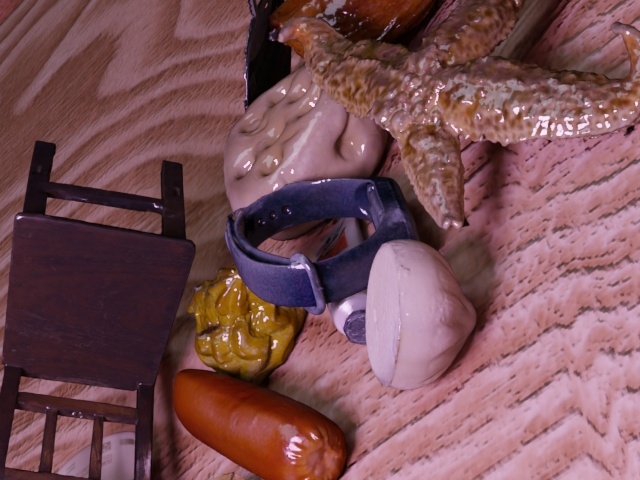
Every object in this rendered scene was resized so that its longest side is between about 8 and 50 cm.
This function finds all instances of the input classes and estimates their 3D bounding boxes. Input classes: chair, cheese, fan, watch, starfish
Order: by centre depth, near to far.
[{"bbox_3d":[0.142,-0.197,1.322,0.324,0.082,0.432,-36,38,7],"label":"starfish"},{"bbox_3d":[0.000,0.000,1.337,0.193,0.068,0.206,-16,26,1],"label":"watch"},{"bbox_3d":[-0.261,0.080,1.490,0.416,0.203,0.241,-107,29,-64],"label":"chair"},{"bbox_3d":[-0.015,-0.109,1.526,0.218,0.117,0.235,-21,42,45],"label":"cheese"},{"bbox_3d":[-0.077,-0.220,1.650,0.012,0.294,0.223,5,82,13],"label":"fan"}]

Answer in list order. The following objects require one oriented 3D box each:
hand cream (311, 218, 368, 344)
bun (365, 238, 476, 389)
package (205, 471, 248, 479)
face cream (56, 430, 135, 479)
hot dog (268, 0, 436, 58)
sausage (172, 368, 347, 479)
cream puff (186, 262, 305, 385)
[{"bbox_3d":[0.028,0.035,1.387,0.080,0.050,0.234,-51,22,16],"label":"hand cream"},{"bbox_3d":[0.096,0.067,1.193,0.138,0.094,0.138,179,90,-81],"label":"bun"},{"bbox_3d":[-0.118,0.284,1.334,0.131,0.047,0.071,-26,42,45],"label":"package"},{"bbox_3d":[-0.243,0.370,1.397,0.173,0.081,0.348,-44,30,18],"label":"face cream"},{"bbox_3d":[0.067,-0.323,1.620,0.272,0.122,0.196,-44,24,2],"label":"hot dog"},{"bbox_3d":[-0.073,0.188,1.326,0.300,0.089,0.083,8,73,60],"label":"sausage"},{"bbox_3d":[-0.092,0.084,1.442,0.146,0.116,0.146,-34,37,30],"label":"cream puff"}]
